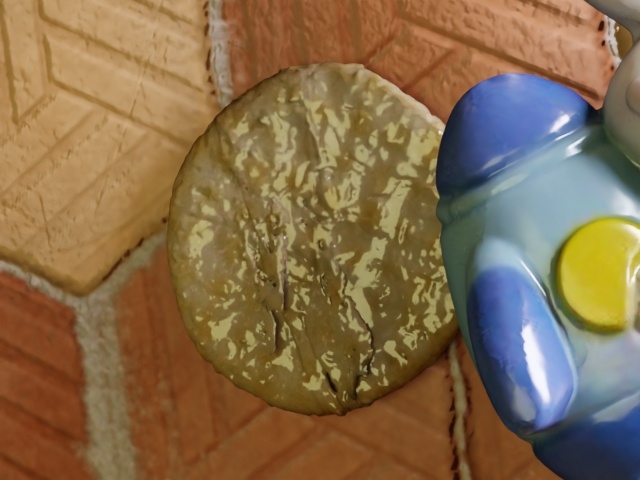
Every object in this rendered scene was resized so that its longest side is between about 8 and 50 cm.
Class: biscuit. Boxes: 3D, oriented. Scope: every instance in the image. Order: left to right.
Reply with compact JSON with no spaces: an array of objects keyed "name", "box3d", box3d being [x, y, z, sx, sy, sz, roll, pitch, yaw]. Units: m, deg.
[{"name":"biscuit","box3d":[-0.001,0.000,1.140,0.220,0.033,0.220,1,92,25]}]

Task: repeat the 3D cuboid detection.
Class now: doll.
[{"name":"doll","box3d":[0.188,0.001,0.965,0.376,0.187,0.366,37,101,38]}]
